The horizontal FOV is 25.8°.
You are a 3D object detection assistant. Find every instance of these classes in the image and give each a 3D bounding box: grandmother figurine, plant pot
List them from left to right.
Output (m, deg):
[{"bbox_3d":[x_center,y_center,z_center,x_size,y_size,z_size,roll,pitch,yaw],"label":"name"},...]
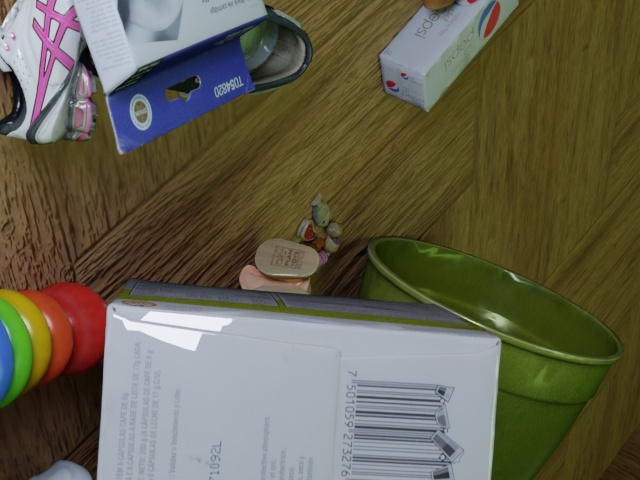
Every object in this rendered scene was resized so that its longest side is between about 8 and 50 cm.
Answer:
[{"bbox_3d":[-0.043,0.140,1.722,0.342,0.104,0.207,90,17,-52],"label":"grandmother figurine"},{"bbox_3d":[0.171,0.230,1.902,0.366,0.366,0.353,-3,118,-61],"label":"plant pot"}]

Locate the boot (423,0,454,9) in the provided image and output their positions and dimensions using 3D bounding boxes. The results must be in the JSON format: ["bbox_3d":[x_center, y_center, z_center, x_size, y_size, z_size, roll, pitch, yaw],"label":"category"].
[{"bbox_3d":[0.139,-0.341,1.634,0.197,0.073,0.152,-27,142,-46],"label":"boot"}]

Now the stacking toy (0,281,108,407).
[{"bbox_3d":[-0.289,0.091,1.212,0.330,0.141,0.141,-15,127,-63],"label":"stacking toy"}]

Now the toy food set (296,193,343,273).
[{"bbox_3d":[0.000,0.000,1.763,0.078,0.019,0.122,-56,154,-12],"label":"toy food set"}]

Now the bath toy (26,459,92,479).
[{"bbox_3d":[-0.297,0.387,1.484,0.129,0.151,0.348,-8,128,-19],"label":"bath toy"}]

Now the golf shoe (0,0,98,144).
[{"bbox_3d":[-0.227,-0.168,1.130,0.086,0.067,0.186,-4,106,-20],"label":"golf shoe"}]

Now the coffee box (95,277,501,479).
[{"bbox_3d":[-0.038,0.224,1.326,0.334,0.338,0.337,-156,-109,-84],"label":"coffee box"}]

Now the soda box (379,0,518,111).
[{"bbox_3d":[0.164,-0.266,1.752,0.216,0.069,0.074,-51,152,-24],"label":"soda box"}]

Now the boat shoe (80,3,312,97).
[{"bbox_3d":[-0.113,-0.188,1.292,0.302,0.091,0.114,-19,131,-55],"label":"boat shoe"}]

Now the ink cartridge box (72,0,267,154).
[{"bbox_3d":[-0.124,-0.208,1.154,0.223,0.045,0.224,-38,115,-56],"label":"ink cartridge box"}]
